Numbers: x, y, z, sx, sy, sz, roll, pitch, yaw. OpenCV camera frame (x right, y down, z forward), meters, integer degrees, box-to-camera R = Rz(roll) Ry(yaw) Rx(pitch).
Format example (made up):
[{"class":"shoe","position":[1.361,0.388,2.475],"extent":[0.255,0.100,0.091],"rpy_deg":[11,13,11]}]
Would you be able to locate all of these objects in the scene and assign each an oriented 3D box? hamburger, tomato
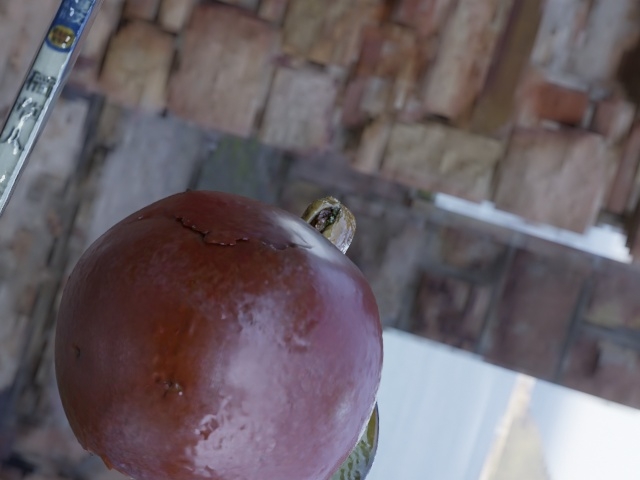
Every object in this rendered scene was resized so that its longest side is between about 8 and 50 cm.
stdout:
[{"class":"hamburger","position":[0.000,0.000,1.542],"extent":[0.076,0.044,0.083],"rpy_deg":[-57,174,9]},{"class":"tomato","position":[-0.061,0.064,1.127],"extent":[0.184,0.208,0.208],"rpy_deg":[-66,171,6]}]

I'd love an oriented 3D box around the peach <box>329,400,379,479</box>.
[{"class":"peach","position":[-0.044,0.146,1.454],"extent":[0.068,0.189,0.279],"rpy_deg":[-47,-163,42]}]

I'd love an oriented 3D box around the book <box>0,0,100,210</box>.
[{"class":"book","position":[-0.289,-0.135,1.811],"extent":[0.428,0.039,0.300],"rpy_deg":[-63,-171,8]}]
